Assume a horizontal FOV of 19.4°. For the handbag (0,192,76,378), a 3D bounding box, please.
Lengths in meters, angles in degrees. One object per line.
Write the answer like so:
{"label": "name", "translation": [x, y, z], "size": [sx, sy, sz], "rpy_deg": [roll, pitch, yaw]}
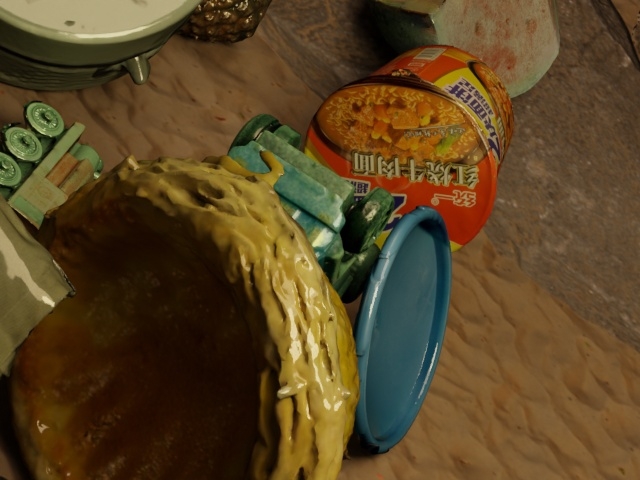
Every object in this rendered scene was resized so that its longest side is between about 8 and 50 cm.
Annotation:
{"label": "handbag", "translation": [-0.366, 0.056, 1.461], "size": [0.253, 0.316, 0.109], "rpy_deg": [43, -3, 2]}

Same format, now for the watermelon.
{"label": "watermelon", "translation": [0.162, -0.270, 2.232], "size": [0.175, 0.188, 0.322], "rpy_deg": [9, 33, 38]}

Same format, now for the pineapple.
{"label": "pineapple", "translation": [-0.155, -0.264, 2.016], "size": [0.198, 0.108, 0.108], "rpy_deg": [-3, 55, -26]}

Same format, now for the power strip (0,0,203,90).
{"label": "power strip", "translation": [-0.251, -0.319, 1.850], "size": [0.357, 0.161, 0.357], "rpy_deg": [5, 75, -20]}

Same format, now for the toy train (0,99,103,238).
{"label": "toy train", "translation": [-0.265, -0.053, 1.762], "size": [0.118, 0.074, 0.176], "rpy_deg": [40, 36, -6]}

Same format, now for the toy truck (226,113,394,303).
{"label": "toy truck", "translation": [-0.038, 0.003, 1.724], "size": [0.155, 0.279, 0.156], "rpy_deg": [34, 72, 9]}

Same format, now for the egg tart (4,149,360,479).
{"label": "egg tart", "translation": [-0.096, 0.110, 1.513], "size": [0.169, 0.388, 0.388], "rpy_deg": [0, 53, -47]}

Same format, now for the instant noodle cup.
{"label": "instant noodle cup", "translation": [0.108, -0.107, 1.991], "size": [0.213, 0.213, 0.174], "rpy_deg": [39, 33, 0]}

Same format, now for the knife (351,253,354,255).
{"label": "knife", "translation": [0.000, 0.000, 1.945], "size": [0.121, 0.018, 0.031], "rpy_deg": [25, 41, -12]}

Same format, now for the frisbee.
{"label": "frisbee", "translation": [0.068, 0.083, 1.784], "size": [0.045, 0.242, 0.242], "rpy_deg": [12, 37, 19]}
